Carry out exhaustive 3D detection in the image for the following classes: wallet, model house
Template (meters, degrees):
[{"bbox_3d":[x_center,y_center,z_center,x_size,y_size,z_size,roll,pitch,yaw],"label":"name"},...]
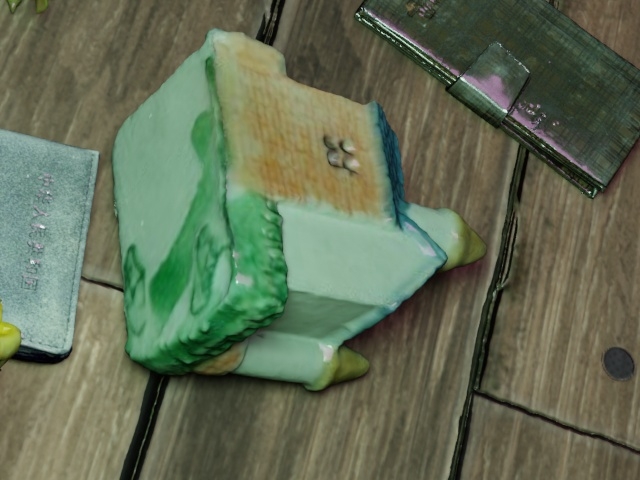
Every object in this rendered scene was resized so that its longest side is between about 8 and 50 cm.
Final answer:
[{"bbox_3d":[0.202,-0.195,1.790,0.317,0.044,0.169,37,58,0],"label":"wallet"},{"bbox_3d":[-0.284,-0.003,1.500,0.167,0.036,0.222,14,60,-15],"label":"wallet"},{"bbox_3d":[0.000,0.000,1.554,0.325,0.194,0.267,12,57,-32],"label":"model house"}]

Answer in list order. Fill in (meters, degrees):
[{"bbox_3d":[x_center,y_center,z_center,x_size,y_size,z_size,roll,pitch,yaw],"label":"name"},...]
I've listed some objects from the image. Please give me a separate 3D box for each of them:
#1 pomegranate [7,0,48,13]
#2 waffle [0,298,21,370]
[{"bbox_3d":[-0.267,-0.383,1.596,0.261,0.260,0.340,12,92,-16],"label":"pomegranate"},{"bbox_3d":[-0.408,0.072,1.225,0.382,0.380,0.095,-2,90,-14],"label":"waffle"}]
